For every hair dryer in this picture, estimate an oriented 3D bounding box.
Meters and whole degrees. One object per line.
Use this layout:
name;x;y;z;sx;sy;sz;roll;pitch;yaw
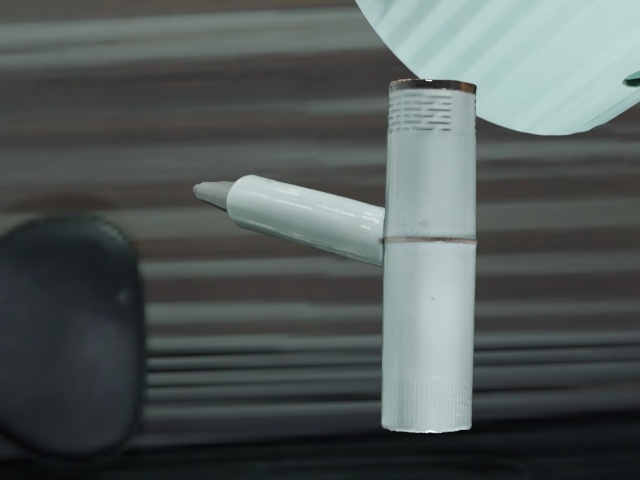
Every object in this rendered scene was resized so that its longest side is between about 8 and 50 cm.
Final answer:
hair dryer;-0.002;0.008;0.774;0.044;0.183;0.154;5;85;-45

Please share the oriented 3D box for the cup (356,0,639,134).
cup;0.173;-0.291;0.973;0.392;0.401;0.310;-43;-161;48
